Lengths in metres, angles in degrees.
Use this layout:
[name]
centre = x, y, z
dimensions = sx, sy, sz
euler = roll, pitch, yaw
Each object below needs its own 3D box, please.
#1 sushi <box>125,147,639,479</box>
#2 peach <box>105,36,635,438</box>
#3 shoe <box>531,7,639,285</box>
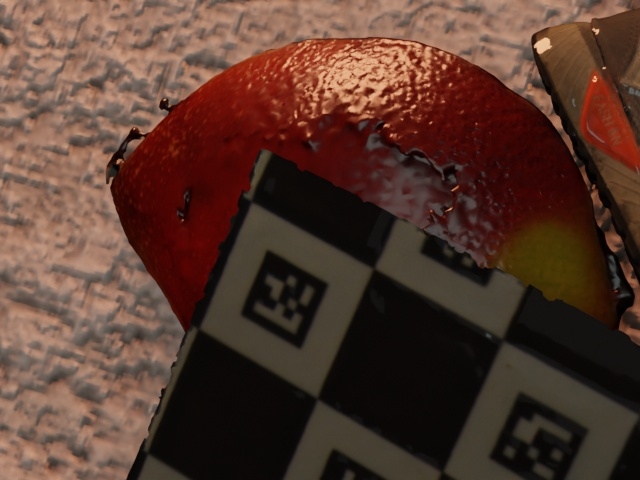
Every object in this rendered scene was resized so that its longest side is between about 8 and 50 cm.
[sushi]
centre = 0.036, 0.194, 0.779
dimensions = 0.343, 0.064, 0.359
euler = 29, 105, 21
[peach]
centre = -0.001, 0.000, 0.859
dimensions = 0.279, 0.068, 0.189
euler = 15, 96, 29
[shoe]
centre = 0.159, -0.020, 0.830
dimensions = 0.077, 0.074, 0.194
euler = -26, 70, 7
